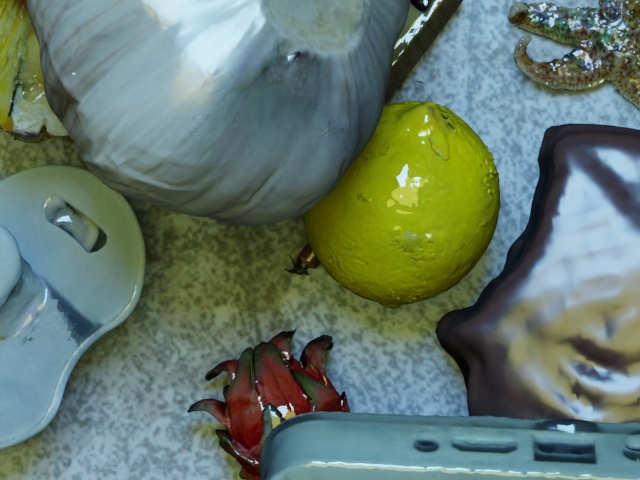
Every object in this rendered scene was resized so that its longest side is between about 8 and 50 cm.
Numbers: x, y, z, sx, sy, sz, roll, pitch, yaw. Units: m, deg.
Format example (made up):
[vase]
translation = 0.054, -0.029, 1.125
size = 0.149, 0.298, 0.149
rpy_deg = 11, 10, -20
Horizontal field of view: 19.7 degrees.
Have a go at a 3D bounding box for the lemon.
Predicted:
[lemon]
translation = 0.072, -0.036, 1.604
size = 0.173, 0.206, 0.173
rpy_deg = 9, 47, -10

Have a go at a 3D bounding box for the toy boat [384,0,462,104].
[toy boat]
translation = 0.037, -0.213, 1.659
size = 0.162, 0.136, 0.445
rpy_deg = 35, 89, -21

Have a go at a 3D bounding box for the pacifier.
[pacifier]
translation = -0.297, 0.041, 1.628
size = 0.227, 0.207, 0.279
rpy_deg = 35, 88, 22

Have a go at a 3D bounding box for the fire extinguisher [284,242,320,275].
[fire extinguisher]
translation = 0.000, 0.000, 1.700
size = 0.028, 0.022, 0.083
rpy_deg = 39, 89, -28

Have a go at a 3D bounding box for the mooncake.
[mooncake]
translation = 0.262, 0.054, 1.612
size = 0.325, 0.174, 0.334
rpy_deg = -26, 86, 3

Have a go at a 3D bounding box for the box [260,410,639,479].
[box]
translation = 0.143, 0.327, 1.549
size = 0.395, 0.111, 0.397
rpy_deg = 3, 118, 2

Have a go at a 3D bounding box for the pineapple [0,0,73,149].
[pineapple]
translation = -0.209, -0.260, 1.675
size = 0.209, 0.286, 0.344
rpy_deg = 12, 98, -34

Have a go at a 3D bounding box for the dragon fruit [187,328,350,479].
[dragon fruit]
translation = -0.034, 0.156, 1.653
size = 0.121, 0.130, 0.142
rpy_deg = -38, 85, 33

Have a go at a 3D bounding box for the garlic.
[garlic]
translation = -0.080, -0.150, 1.464
size = 0.259, 0.317, 0.317
rpy_deg = -24, 84, 41

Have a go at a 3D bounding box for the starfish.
[starfish]
translation = 0.277, -0.188, 1.696
size = 0.209, 0.053, 0.150
rpy_deg = -13, 98, -2
